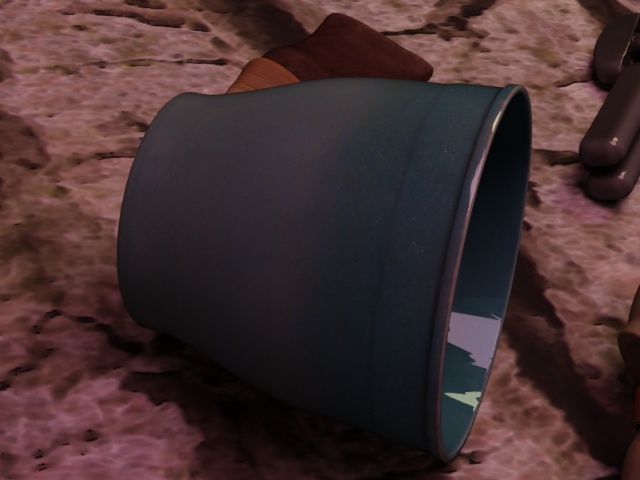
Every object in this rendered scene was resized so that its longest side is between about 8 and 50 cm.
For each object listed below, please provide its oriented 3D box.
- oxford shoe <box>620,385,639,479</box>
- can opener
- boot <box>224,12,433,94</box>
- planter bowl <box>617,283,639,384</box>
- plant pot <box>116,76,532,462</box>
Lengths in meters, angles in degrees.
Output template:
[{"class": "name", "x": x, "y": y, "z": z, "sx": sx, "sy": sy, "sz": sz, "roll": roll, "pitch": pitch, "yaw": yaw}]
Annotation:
[{"class": "oxford shoe", "x": 0.374, "y": 0.222, "z": 1.078, "sx": 0.348, "sy": 0.123, "sz": 0.130, "roll": 21, "pitch": 77, "yaw": -5}, {"class": "can opener", "x": 0.303, "y": -0.136, "z": 1.445, "sx": 0.093, "sy": 0.074, "sz": 0.280, "roll": -5, "pitch": 32, "yaw": 28}, {"class": "boot", "x": 0.051, "y": -0.113, "z": 1.308, "sx": 0.248, "sy": 0.090, "sz": 0.207, "roll": 31, "pitch": 46, "yaw": 20}, {"class": "planter bowl", "x": 0.308, "y": 0.079, "z": 1.161, "sx": 0.109, "sy": 0.162, "sz": 0.162, "roll": -37, "pitch": 61, "yaw": -13}, {"class": "plant pot", "x": 0.000, "y": 0.000, "z": 1.065, "sx": 0.255, "sy": 0.272, "sz": 0.272, "roll": 12, "pitch": 41, "yaw": 14}]
